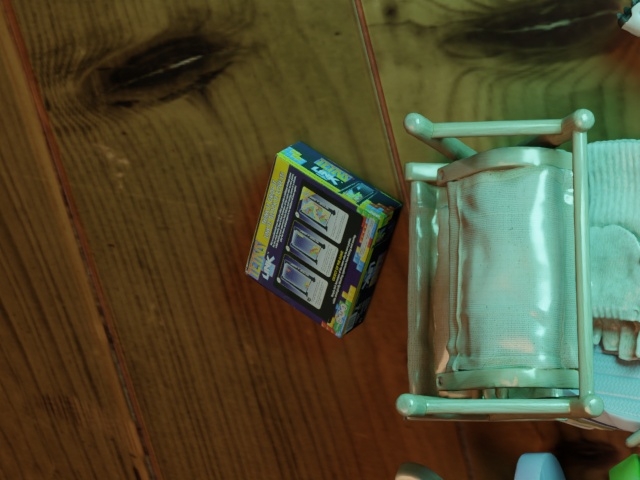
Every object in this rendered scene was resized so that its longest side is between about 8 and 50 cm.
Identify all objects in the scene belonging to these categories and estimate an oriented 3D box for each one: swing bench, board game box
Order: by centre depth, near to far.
[{"bbox_3d":[0.152,0.034,1.242,0.165,0.254,0.253,0,83,4],"label":"swing bench"},{"bbox_3d":[0.000,0.000,1.511,0.141,0.048,0.170,34,130,21],"label":"board game box"}]

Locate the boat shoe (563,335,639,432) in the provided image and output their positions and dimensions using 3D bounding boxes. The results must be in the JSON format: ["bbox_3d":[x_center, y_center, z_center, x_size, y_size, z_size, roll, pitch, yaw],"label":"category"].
[{"bbox_3d":[0.257,0.130,1.361,0.302,0.109,0.094,12,154,31],"label":"boat shoe"}]

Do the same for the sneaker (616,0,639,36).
[{"bbox_3d":[0.349,-0.213,1.116,0.106,0.078,0.234,49,136,3],"label":"sneaker"}]

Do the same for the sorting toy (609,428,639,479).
[{"bbox_3d":[0.398,0.175,1.223,0.196,0.047,0.347,22,135,-20],"label":"sorting toy"}]

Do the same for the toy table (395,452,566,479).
[{"bbox_3d":[0.175,0.350,1.443,0.161,0.252,0.274,-4,99,22],"label":"toy table"}]

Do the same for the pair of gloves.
[{"bbox_3d":[0.330,0.021,1.241,0.240,0.042,0.204,12,105,30],"label":"pair of gloves"}]
